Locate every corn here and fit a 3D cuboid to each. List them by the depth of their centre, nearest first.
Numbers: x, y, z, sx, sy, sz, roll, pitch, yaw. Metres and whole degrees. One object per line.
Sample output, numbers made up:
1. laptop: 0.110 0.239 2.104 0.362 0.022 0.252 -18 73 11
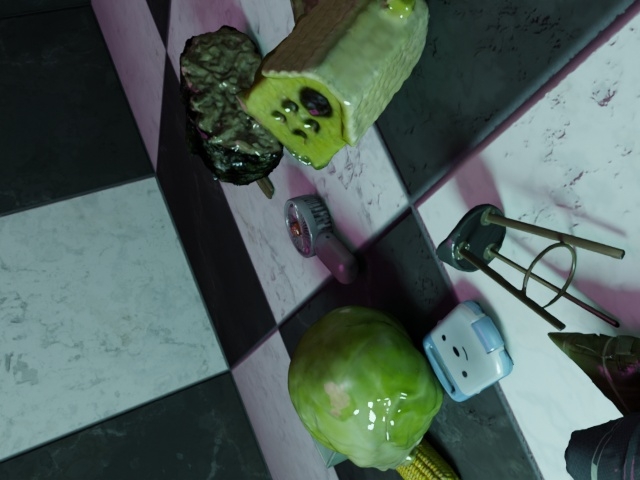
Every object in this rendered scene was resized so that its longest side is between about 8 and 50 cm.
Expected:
1. corn: 0.171 0.405 1.175 0.248 0.081 0.081 36 139 54

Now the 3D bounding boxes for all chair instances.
1. chair: 0.234 0.020 0.714 0.221 0.104 0.095 31 109 52

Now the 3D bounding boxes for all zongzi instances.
1. zongzi: 0.315 0.169 0.658 0.130 0.062 0.154 -3 112 55

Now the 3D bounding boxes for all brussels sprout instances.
1. brussels sprout: 0.077 0.253 1.092 0.274 0.243 0.316 37 150 29

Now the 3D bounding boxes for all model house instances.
1. model house: 0.020 -0.232 0.808 0.175 0.193 0.234 39 163 -7

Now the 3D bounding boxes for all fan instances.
1. fan: 0.000 0.000 1.264 0.244 0.074 0.130 48 148 44

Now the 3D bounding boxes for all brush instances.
1. brush: -0.180 -0.209 1.585 0.248 0.036 0.043 53 157 23

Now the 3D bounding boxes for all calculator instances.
1. calculator: 0.216 0.170 0.934 0.121 0.039 0.210 65 158 20

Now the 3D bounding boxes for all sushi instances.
1. sushi: -0.195 -0.292 1.320 0.171 0.211 0.350 107 148 -66

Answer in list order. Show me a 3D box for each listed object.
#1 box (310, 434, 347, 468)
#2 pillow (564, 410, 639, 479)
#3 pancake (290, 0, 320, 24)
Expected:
1. box: 0.041 0.447 1.509 0.129 0.086 0.225 60 155 28
2. pillow: 0.348 0.185 0.509 0.161 0.093 0.335 50 141 10
3. pancake: 0.004 -0.390 0.986 0.222 0.042 0.236 4 109 68
